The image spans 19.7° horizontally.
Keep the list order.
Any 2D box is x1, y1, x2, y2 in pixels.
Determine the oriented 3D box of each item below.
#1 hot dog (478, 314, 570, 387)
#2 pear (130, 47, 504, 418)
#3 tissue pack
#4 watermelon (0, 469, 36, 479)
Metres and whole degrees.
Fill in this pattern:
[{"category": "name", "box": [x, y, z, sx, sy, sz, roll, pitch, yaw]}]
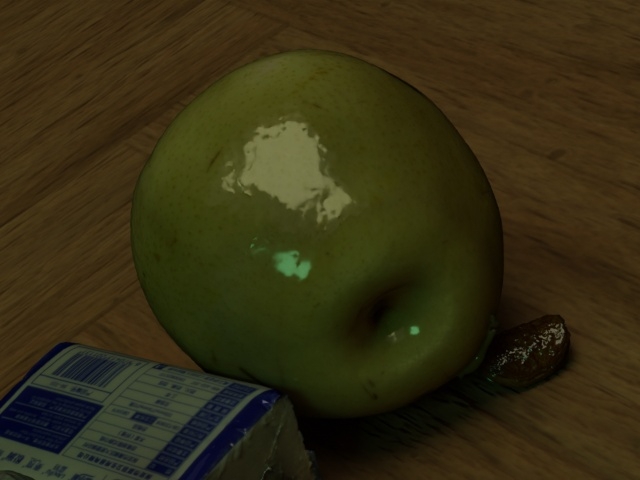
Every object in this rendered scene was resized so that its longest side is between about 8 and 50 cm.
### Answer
[{"category": "hot dog", "box": [0.168, 0.092, 1.532, 0.083, 0.035, 0.058, -23, 34, -1]}, {"category": "pear", "box": [0.000, 0.000, 1.528, 0.309, 0.309, 0.309, -15, 35, 11]}, {"category": "tissue pack", "box": [-0.159, 0.202, 1.481, 0.269, 0.137, 0.209, 8, 46, 40]}, {"category": "watermelon", "box": [-0.154, 0.267, 1.219, 0.387, 0.258, 0.228, -19, -9, -21]}]
